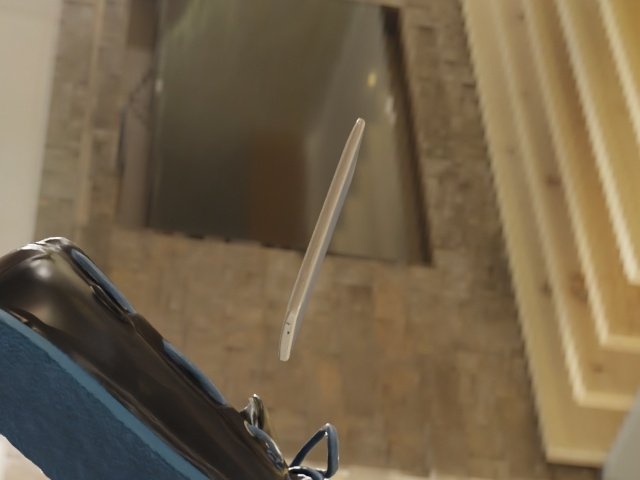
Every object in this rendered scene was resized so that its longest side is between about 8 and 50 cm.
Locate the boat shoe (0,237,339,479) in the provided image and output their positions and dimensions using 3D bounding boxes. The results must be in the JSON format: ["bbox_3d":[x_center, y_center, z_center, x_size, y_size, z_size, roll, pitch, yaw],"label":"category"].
[{"bbox_3d":[-0.045,0.096,0.724,0.109,0.258,0.089,-31,-167,39],"label":"boat shoe"}]

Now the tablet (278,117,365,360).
[{"bbox_3d":[0.000,0.000,0.619,0.054,0.006,0.083,102,6,-67],"label":"tablet"}]
